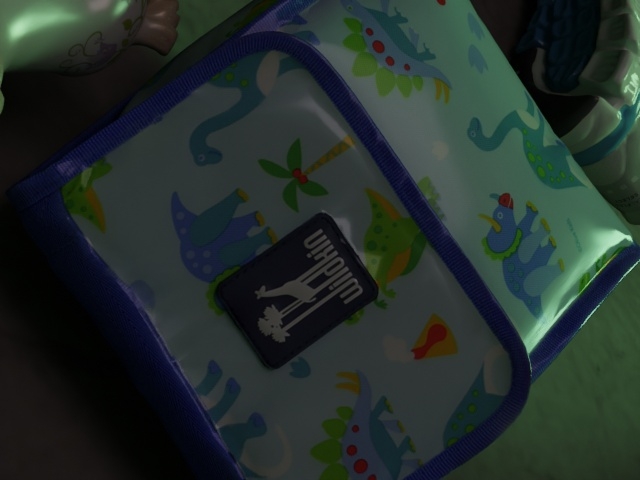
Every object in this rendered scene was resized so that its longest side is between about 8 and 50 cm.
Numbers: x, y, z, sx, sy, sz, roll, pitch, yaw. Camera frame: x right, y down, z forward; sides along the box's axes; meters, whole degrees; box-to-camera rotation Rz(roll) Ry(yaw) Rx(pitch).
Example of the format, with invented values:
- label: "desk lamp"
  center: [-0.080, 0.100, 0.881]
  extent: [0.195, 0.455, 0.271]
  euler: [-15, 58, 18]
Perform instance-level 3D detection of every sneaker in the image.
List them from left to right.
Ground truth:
- label: "sneaker"
  center: [0.125, -0.082, 0.782]
  extent: [0.083, 0.071, 0.190]
  euler: [46, 46, -29]

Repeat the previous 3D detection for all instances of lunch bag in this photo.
- label: "lunch bag"
  center: [0.000, 0.000, 0.549]
  extent: [0.151, 0.096, 0.129]
  euler: [-41, 100, -39]

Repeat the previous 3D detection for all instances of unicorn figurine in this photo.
- label: "unicorn figurine"
  center: [-0.094, -0.057, 0.490]
  extent: [0.162, 0.060, 0.111]
  euler: [-24, 67, -39]
